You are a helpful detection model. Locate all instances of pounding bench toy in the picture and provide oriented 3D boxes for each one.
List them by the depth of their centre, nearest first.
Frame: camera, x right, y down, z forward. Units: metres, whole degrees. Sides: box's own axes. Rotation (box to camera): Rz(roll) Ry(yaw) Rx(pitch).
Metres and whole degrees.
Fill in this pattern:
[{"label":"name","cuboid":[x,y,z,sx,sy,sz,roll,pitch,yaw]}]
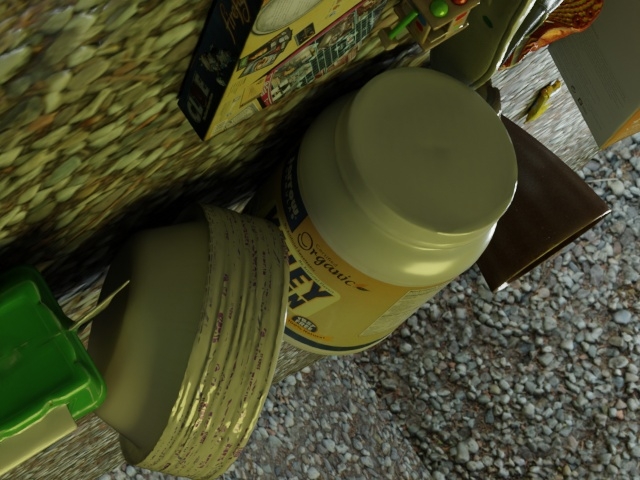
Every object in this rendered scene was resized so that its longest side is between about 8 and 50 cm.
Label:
[{"label":"pounding bench toy","cuboid":[0.094,-0.209,1.340,0.083,0.052,0.065,-32,171,-12]}]

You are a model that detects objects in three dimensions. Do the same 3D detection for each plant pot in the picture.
[{"label":"plant pot","cuboid":[0.281,-0.076,2.189,0.215,0.230,0.215,-33,172,-5]}]

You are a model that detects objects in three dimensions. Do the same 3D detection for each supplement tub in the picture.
[{"label":"supplement tub","cuboid":[0.054,-0.028,1.599,0.228,0.228,0.316,-29,170,-33]}]

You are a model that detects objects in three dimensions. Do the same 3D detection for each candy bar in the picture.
[{"label":"candy bar","cuboid":[0.364,-0.225,2.399,0.040,0.018,0.161,-36,172,-10]}]

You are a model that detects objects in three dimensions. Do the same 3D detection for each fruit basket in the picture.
[{"label":"fruit basket","cuboid":[-0.336,0.158,1.389,0.327,0.165,0.353,-31,174,-20]}]

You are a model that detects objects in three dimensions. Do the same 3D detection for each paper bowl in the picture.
[{"label":"paper bowl","cuboid":[-0.151,0.099,1.521,0.148,0.284,0.284,15,149,-19]}]

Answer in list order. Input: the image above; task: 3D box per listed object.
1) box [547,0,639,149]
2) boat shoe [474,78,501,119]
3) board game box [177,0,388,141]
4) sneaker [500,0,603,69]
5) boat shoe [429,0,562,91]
[{"label":"box","cuboid":[0.461,-0.278,1.871,0.215,0.168,0.345,-23,169,-12]},{"label":"boat shoe","cuboid":[0.154,-0.146,1.797,0.116,0.123,0.324,-1,-178,3]},{"label":"board game box","cuboid":[-0.015,-0.176,1.138,0.165,0.042,0.243,-31,171,-23]},{"label":"sneaker","cuboid":[0.253,-0.255,1.722,0.175,0.064,0.067,-27,-170,-12]},{"label":"boat shoe","cuboid":[0.185,-0.223,1.500,0.079,0.084,0.233,-25,166,-31]}]
